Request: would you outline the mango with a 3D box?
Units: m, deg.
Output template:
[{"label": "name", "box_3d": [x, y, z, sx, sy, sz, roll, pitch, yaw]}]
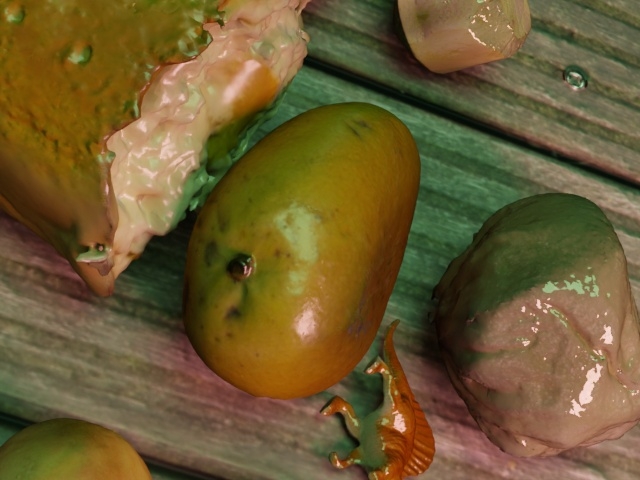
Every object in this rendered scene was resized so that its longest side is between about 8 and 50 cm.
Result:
[{"label": "mango", "box_3d": [0.000, 0.000, 1.452, 0.182, 0.253, 0.365, 17, 43, 26]}]

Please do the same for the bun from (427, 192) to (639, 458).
[{"label": "bun", "box_3d": [0.220, 0.091, 1.502, 0.204, 0.281, 0.282, -15, 69, -1]}]

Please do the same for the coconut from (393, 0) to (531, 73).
[{"label": "coconut", "box_3d": [0.157, -0.272, 1.709, 0.147, 0.152, 0.147, 27, 58, -56]}]

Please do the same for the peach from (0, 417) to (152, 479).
[{"label": "peach", "box_3d": [-0.224, 0.242, 1.266, 0.184, 0.184, 0.184, 10, 61, -18]}]

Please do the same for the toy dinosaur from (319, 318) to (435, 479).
[{"label": "toy dinosaur", "box_3d": [0.081, 0.190, 1.491, 0.142, 0.057, 0.212, 45, 57, -9]}]

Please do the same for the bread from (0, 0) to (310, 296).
[{"label": "bread", "box_3d": [-0.245, -0.194, 1.371, 0.394, 0.250, 0.361, 36, 88, 3]}]
